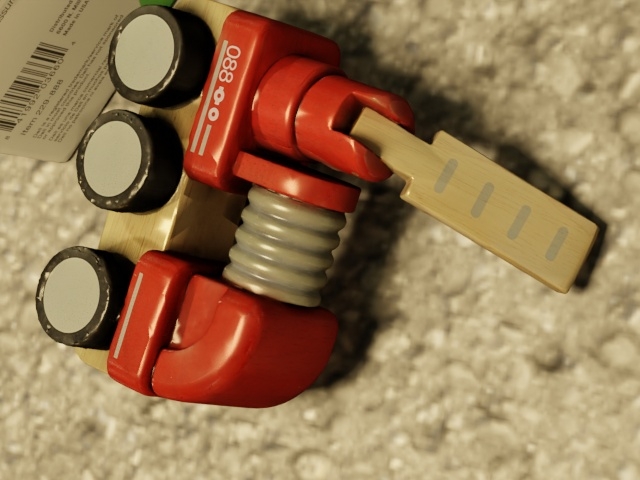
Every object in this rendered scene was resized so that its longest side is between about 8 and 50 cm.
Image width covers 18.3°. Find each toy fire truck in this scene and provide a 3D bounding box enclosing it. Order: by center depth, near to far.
[{"bbox_3d":[0.000,0.000,1.094,0.246,0.158,0.217,21,95,37],"label":"toy fire truck"}]

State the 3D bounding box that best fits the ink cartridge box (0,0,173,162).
[{"bbox_3d":[-0.205,-0.171,1.114,0.121,0.289,0.211,42,104,23],"label":"ink cartridge box"}]
